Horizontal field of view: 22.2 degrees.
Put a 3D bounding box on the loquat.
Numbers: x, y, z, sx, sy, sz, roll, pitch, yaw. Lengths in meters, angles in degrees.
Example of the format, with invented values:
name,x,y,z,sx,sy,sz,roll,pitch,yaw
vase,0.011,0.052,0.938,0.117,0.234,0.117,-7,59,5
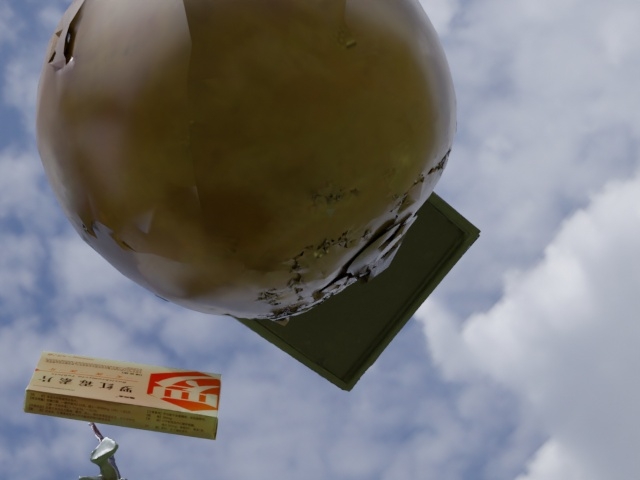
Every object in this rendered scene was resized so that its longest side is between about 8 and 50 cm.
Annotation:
name,x,y,z,sx,sy,sz,roll,pitch,yaw
loquat,-0.039,-0.069,0.919,0.235,0.235,0.235,-13,-58,-22

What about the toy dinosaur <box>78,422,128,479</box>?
name,x,y,z,sx,sy,sz,roll,pitch,yaw
toy dinosaur,-0.112,0.166,0.968,0.032,0.220,0.108,-27,-52,-2

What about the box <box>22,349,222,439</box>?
name,x,y,z,sx,sy,sz,roll,pitch,yaw
box,-0.095,0.075,0.795,0.093,0.058,0.015,8,-76,-3

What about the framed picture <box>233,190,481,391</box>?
name,x,y,z,sx,sy,sz,roll,pitch,yaw
framed picture,0.000,0.000,1.344,0.260,0.023,0.189,37,-87,-36
